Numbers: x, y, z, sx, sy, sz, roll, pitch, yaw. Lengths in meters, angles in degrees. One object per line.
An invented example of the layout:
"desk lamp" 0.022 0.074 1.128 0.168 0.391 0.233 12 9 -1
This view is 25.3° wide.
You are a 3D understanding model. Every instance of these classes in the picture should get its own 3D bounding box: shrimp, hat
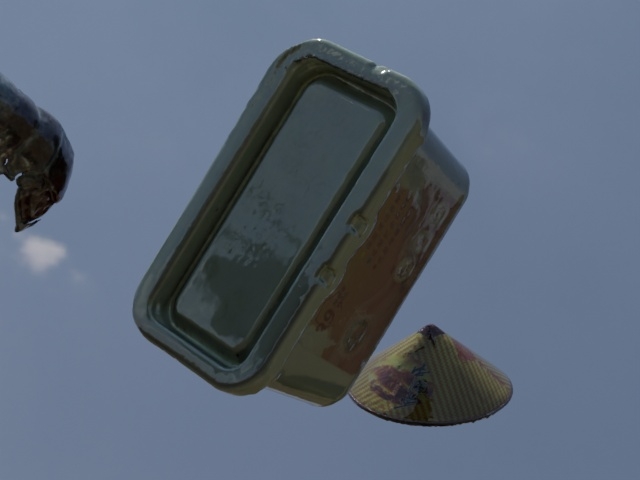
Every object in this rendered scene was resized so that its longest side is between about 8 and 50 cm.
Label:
"shrimp" -0.368 -0.149 1.092 0.411 0.221 0.166 25 -33 -15
"hat" 0.124 0.133 1.627 0.193 0.193 0.082 2 -69 9

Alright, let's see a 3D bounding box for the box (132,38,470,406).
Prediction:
"box" 0.000 0.000 1.304 0.175 0.312 0.182 30 -2 36
